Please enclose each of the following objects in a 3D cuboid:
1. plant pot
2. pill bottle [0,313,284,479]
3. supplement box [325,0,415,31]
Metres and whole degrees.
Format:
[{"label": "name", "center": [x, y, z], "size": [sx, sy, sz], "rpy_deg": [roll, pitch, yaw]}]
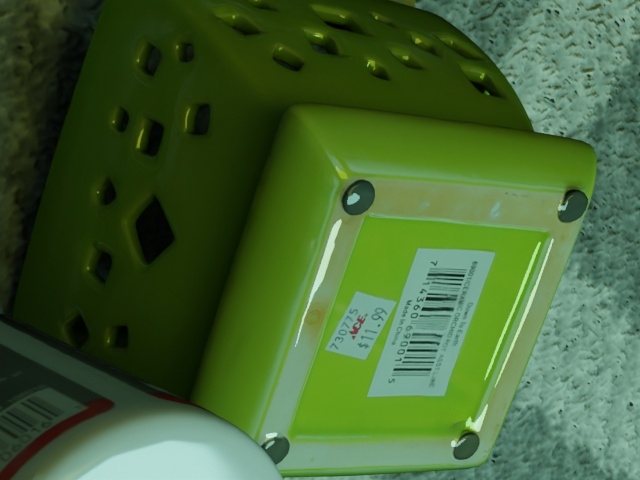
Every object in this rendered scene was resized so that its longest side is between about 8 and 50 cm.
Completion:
[{"label": "plant pot", "center": [0.000, 0.000, 0.877], "size": [0.227, 0.207, 0.228], "rpy_deg": [5, 113, -37]}, {"label": "pill bottle", "center": [-0.152, 0.121, 0.774], "size": [0.161, 0.283, 0.161], "rpy_deg": [-9, 106, -36]}, {"label": "supplement box", "center": [0.011, -0.165, 0.976], "size": [0.083, 0.056, 0.083], "rpy_deg": [5, 97, -37]}]
